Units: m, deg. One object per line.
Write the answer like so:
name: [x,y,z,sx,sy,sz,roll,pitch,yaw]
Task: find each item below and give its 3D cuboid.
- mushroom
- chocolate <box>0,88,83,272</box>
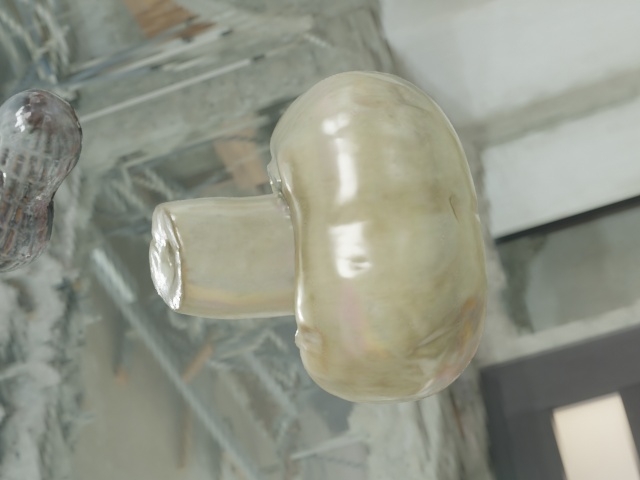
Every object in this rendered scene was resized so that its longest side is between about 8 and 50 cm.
mushroom: [0.033,0.002,1.454,0.325,0.353,0.353,24,147,51]
chocolate: [-0.223,-0.040,1.034,0.072,0.167,0.072,20,-146,-14]
